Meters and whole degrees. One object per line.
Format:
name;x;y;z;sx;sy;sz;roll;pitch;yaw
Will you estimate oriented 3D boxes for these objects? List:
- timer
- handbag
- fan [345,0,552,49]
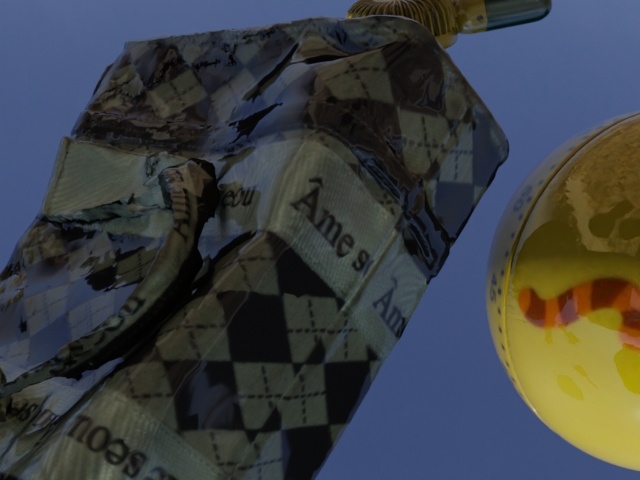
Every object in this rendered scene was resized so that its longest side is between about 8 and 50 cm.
timer;0.340;0.056;0.992;0.376;0.376;0.387;-7;-167;-21
handbag;-0.123;0.048;0.663;0.316;0.180;0.416;16;-116;44
fan;0.094;-0.167;0.816;0.155;0.039;0.082;-12;-158;-5
